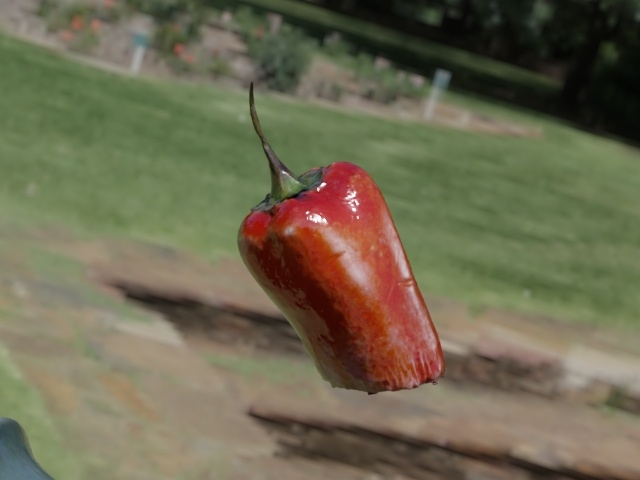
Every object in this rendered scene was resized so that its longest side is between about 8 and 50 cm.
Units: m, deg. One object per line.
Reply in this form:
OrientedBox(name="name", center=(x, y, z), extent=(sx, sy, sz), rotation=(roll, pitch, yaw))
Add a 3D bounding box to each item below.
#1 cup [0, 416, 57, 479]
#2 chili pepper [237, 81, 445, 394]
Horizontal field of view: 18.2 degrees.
OrientedBox(name="cup", center=(-0.142, 0.210, 1.011), extent=(0.150, 0.199, 0.199), rotation=(25, 9, 10))
OrientedBox(name="chili pepper", center=(0.000, 0.000, 1.094), extent=(0.086, 0.192, 0.084), rotation=(-18, 15, 28))
